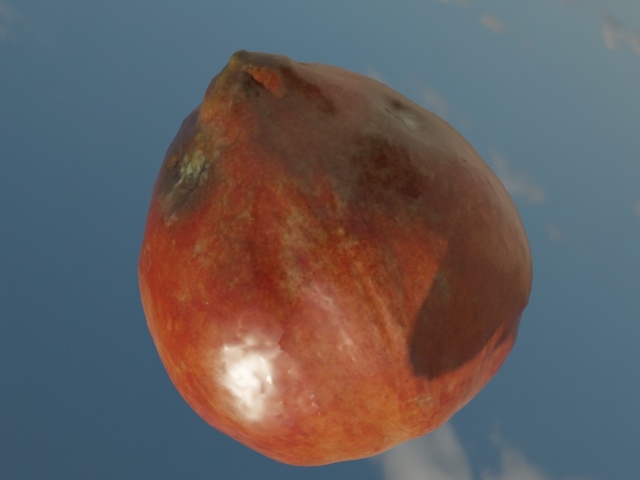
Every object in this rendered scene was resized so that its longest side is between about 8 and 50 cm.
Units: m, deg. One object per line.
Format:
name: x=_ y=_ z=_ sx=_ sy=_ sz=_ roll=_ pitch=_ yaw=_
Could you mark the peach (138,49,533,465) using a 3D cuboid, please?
peach: x=0.000 y=0.000 z=0.830 sx=0.232 sy=0.232 sz=0.257 roll=-113 pitch=3 yaw=-51
